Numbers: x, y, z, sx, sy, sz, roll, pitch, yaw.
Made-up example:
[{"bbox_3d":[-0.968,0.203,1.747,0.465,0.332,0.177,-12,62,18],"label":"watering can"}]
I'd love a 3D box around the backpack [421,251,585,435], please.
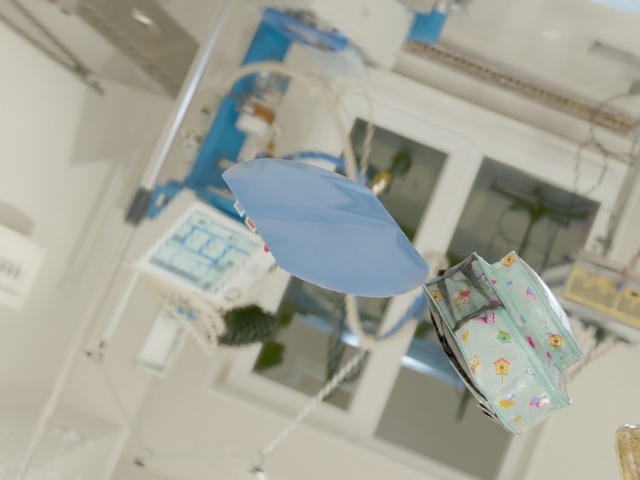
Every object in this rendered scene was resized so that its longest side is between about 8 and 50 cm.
[{"bbox_3d":[0.218,0.120,1.412,0.144,0.188,0.166,-25,139,13],"label":"backpack"}]

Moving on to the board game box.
[{"bbox_3d":[0.000,0.000,0.912,0.133,0.033,0.169,3,-144,-34],"label":"board game box"}]

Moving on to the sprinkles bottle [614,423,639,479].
[{"bbox_3d":[0.521,0.230,1.395,0.355,0.121,0.121,-17,156,19],"label":"sprinkles bottle"}]
